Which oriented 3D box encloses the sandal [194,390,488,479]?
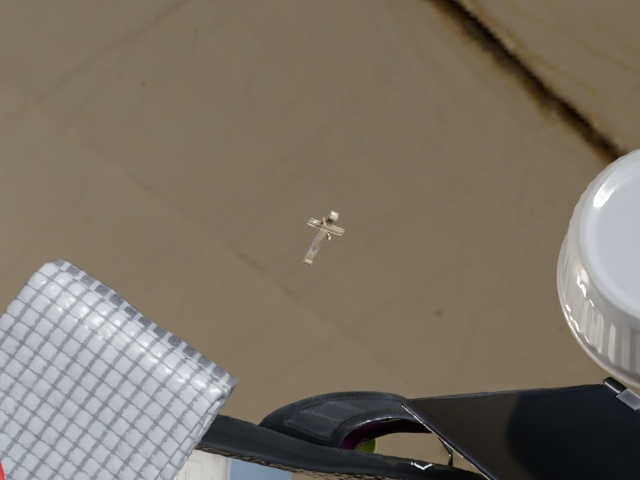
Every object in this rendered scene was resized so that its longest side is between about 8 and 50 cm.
[{"bbox_3d":[0.007,0.210,1.839,0.445,0.107,0.167,12,-11,4],"label":"sandal"}]

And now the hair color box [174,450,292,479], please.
[{"bbox_3d":[-0.194,0.365,2.311,0.113,0.185,0.374,3,-1,-39],"label":"hair color box"}]

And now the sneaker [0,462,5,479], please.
[{"bbox_3d":[-0.345,0.147,1.368,0.118,0.107,0.279,19,-32,48],"label":"sneaker"}]

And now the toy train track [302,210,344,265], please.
[{"bbox_3d":[0.000,0.000,2.042,0.048,0.014,0.083,18,-59,-20],"label":"toy train track"}]

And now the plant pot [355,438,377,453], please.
[{"bbox_3d":[0.021,0.259,2.202,0.083,0.079,0.083,-17,-51,-21],"label":"plant pot"}]

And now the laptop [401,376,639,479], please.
[{"bbox_3d":[0.318,0.316,1.541,0.236,0.382,0.408,-33,-50,-16],"label":"laptop"}]

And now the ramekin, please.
[{"bbox_3d":[0.382,0.018,1.738,0.272,0.273,0.127,-1,-26,12],"label":"ramekin"}]

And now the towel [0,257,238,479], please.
[{"bbox_3d":[-0.251,0.192,1.658,0.235,0.284,0.121,35,8,3],"label":"towel"}]
